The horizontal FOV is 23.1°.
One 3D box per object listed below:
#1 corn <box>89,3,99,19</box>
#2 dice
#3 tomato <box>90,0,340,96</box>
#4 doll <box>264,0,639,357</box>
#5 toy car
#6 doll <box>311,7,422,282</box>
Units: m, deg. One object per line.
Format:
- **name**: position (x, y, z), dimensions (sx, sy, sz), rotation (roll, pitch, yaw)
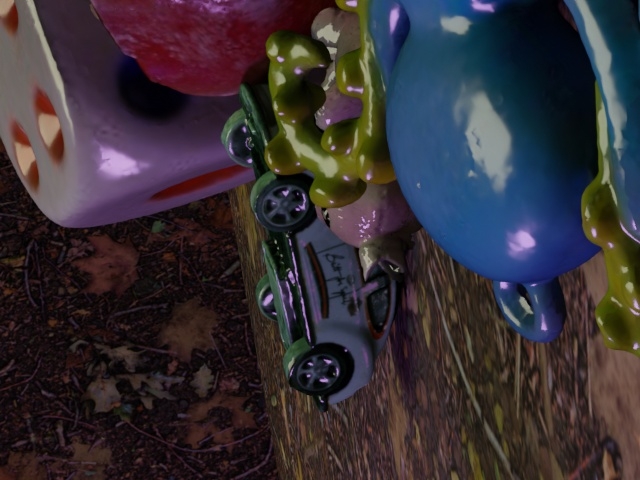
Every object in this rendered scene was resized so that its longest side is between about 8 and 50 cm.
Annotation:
- **corn**: position (-0.099, -0.281, 1.430), dimensions (0.086, 0.288, 0.086), rotation (33, 150, 22)
- **dice**: position (-0.168, -0.197, 1.574), dimensions (0.277, 0.304, 0.304), rotation (-27, 82, 65)
- **tomato**: position (-0.047, -0.244, 1.304), dimensions (0.170, 0.309, 0.309), rotation (15, 119, 38)
- **doll**: position (0.073, -0.117, 0.712), dimensions (0.346, 0.098, 0.341), rotation (13, 111, 60)
- **toy car**: position (0.000, 0.000, 1.357), dimensions (0.136, 0.125, 0.306), rotation (-117, 15, -56)
- **doll**: position (0.040, -0.072, 1.128), dimensions (0.149, 0.095, 0.192), rotation (-96, 1, -55)
